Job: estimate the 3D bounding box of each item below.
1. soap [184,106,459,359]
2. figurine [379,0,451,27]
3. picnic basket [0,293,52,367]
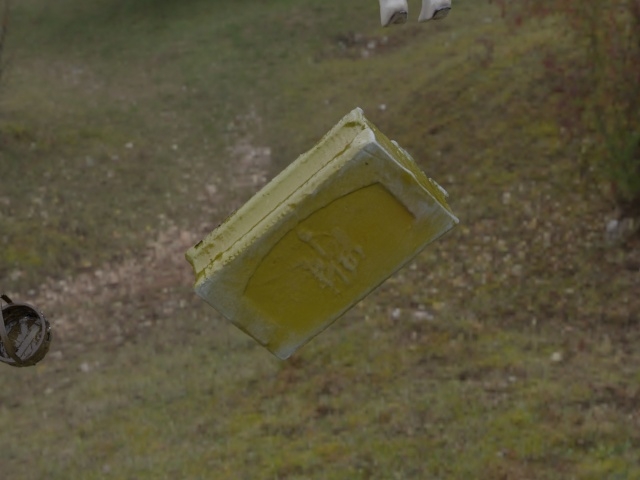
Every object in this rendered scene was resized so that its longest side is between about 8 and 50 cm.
[{"bbox_3d":[0.000,0.000,1.402,0.315,0.199,0.091,-39,30,15],"label":"soap"},{"bbox_3d":[0.043,-0.208,0.564,0.083,0.187,0.083,-7,3,0],"label":"figurine"},{"bbox_3d":[-0.316,0.093,1.120,0.072,0.083,0.072,-2,67,5],"label":"picnic basket"}]
